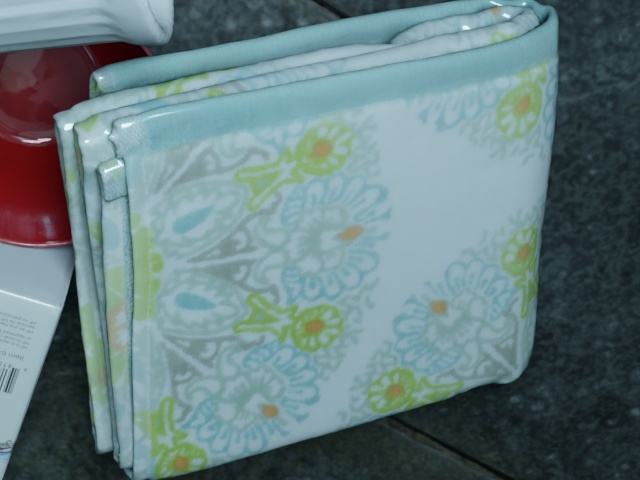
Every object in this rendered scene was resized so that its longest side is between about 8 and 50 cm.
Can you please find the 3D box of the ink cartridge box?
[{"bbox_3d":[-0.297,0.072,1.083,0.171,0.168,0.233,19,118,-12],"label":"ink cartridge box"}]

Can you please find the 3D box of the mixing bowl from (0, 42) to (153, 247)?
[{"bbox_3d":[-0.201,-0.098,1.019,0.181,0.098,0.181,-6,118,-12],"label":"mixing bowl"}]

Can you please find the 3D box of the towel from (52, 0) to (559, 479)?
[{"bbox_3d":[0.000,0.000,1.048,0.374,0.090,0.320,-13,126,-20],"label":"towel"}]

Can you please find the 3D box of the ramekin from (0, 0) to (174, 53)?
[{"bbox_3d":[-0.179,-0.240,0.837,0.135,0.277,0.277,-11,120,1],"label":"ramekin"}]
